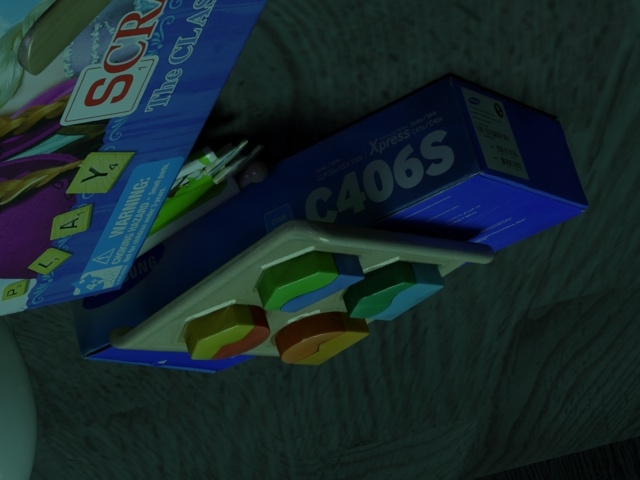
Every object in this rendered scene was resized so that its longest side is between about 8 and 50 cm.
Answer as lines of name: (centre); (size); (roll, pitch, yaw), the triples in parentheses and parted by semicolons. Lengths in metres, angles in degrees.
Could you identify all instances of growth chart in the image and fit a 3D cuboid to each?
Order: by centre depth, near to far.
growth chart: (-0.119, -0.013, 1.051); (0.172, 0.021, 0.237); (-33, 174, 11)

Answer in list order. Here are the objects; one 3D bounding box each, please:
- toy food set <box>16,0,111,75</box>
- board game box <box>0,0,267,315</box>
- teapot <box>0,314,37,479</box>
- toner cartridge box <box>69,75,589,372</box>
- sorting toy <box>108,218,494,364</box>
toy food set: (-0.079, -0.143, 0.524); (0.132, 0.038, 0.192); (-48, 164, -17)
board game box: (-0.173, -0.071, 0.669); (0.318, 0.066, 0.318); (-13, 147, -38)
teapot: (-0.282, 0.077, 1.077); (0.256, 0.187, 0.252); (-7, 142, 37)
toner cartridge box: (0.000, 0.000, 1.228); (0.348, 0.075, 0.165); (-25, 158, 28)
sorting toy: (-0.011, 0.044, 1.166); (0.208, 0.038, 0.193); (-29, 156, 37)
